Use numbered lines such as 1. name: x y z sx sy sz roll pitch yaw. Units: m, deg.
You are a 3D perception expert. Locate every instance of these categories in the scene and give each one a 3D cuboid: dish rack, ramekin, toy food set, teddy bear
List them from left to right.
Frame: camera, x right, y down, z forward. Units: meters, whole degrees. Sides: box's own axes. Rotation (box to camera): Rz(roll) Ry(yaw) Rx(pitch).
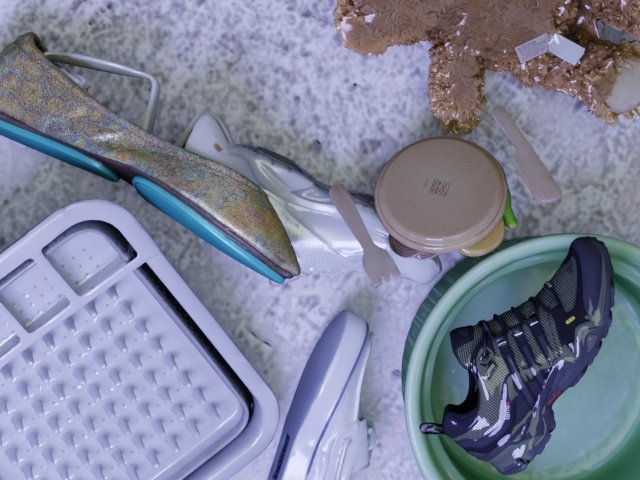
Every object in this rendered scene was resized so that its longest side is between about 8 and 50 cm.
1. dish rack: -0.227 0.135 1.741 0.285 0.072 0.333 -38 120 -2
2. toy food set: 0.113 -0.036 1.737 0.192 0.038 0.132 -25 61 -6
3. teddy bear: 0.177 -0.220 1.774 0.338 0.113 0.245 -3 116 -3
4. ramekin: 0.219 0.136 1.795 0.303 0.148 0.303 -1 96 -6

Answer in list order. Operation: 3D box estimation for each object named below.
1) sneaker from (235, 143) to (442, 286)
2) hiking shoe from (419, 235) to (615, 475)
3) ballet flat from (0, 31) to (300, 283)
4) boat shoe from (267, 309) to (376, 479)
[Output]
1. sneaker: 0.000 0.000 1.795 0.232 0.090 0.115 25 100 0
2. hiking shoe: 0.176 0.091 1.665 0.114 0.086 0.227 24 94 -12
3. ballet flat: -0.153 -0.086 1.717 0.348 0.123 0.123 28 93 10
4. boat shoe: 0.010 0.193 1.814 0.084 0.095 0.258 17 105 -12
